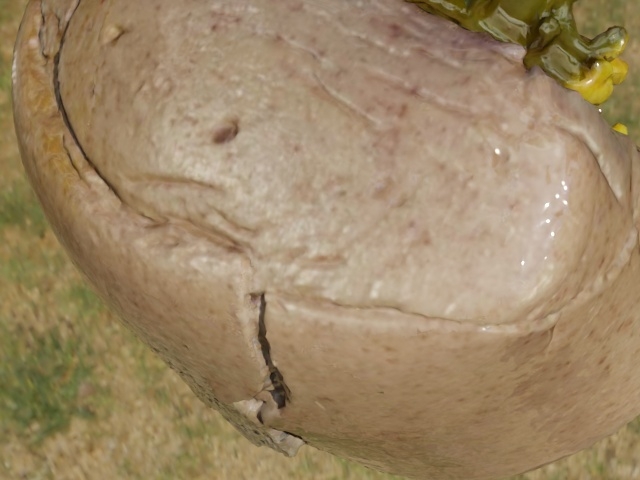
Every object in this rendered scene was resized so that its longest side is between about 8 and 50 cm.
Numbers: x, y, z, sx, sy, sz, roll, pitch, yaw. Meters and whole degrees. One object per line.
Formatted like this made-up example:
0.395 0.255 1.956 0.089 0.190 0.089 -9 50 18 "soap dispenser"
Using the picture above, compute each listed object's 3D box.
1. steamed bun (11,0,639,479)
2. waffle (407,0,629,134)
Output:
0.000 0.000 0.676 0.301 0.251 0.199 22 88 31 "steamed bun"
0.039 -0.106 0.910 0.292 0.260 0.069 -6 33 16 "waffle"
